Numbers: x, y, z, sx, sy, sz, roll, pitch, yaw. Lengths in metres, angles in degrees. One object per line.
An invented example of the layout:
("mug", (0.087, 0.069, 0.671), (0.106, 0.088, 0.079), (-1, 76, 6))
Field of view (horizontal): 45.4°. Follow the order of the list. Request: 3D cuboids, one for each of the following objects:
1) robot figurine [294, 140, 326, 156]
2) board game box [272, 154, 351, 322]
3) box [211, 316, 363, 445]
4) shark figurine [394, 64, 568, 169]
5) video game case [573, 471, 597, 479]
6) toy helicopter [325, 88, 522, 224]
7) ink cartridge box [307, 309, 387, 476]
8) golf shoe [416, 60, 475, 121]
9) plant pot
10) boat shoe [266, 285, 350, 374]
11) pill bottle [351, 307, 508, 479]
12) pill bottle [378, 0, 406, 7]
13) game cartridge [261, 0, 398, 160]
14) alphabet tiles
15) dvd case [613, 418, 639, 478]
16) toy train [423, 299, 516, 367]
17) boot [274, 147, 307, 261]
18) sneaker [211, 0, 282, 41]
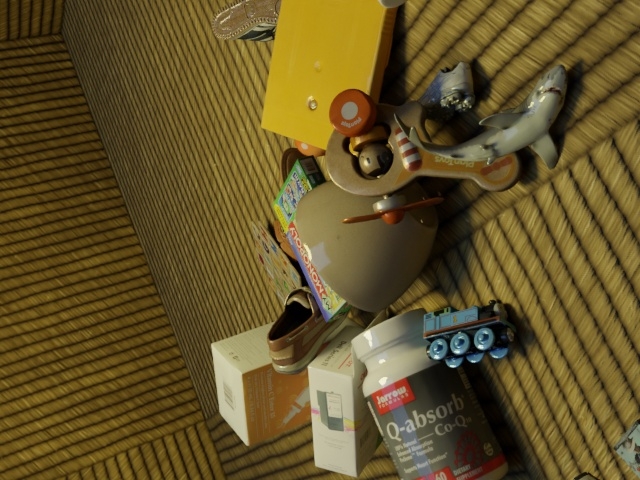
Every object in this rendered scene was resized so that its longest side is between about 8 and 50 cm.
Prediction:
("robot figurine", (-0.017, -0.283, 1.720), (0.158, 0.128, 0.219), (-27, 80, 37))
("board game box", (0.000, 0.000, 1.705), (0.317, 0.046, 0.213), (64, 151, 18))
("box", (-0.075, 0.328, 1.923), (0.168, 0.345, 0.214), (32, 132, 51))
("shark figurine", (0.274, -0.183, 1.246), (0.166, 0.278, 0.116), (58, -154, -35))
("video game case", (0.528, 0.567, 1.288), (0.248, 0.035, 0.274), (27, 129, 54))
("toy helicopter", (0.171, -0.126, 1.344), (0.355, 0.140, 0.234), (10, 89, 25))
("ink cartridge box", (0.071, 0.342, 1.790), (0.119, 0.207, 0.353), (9, 116, 26))
("golf shoe", (0.222, -0.267, 1.386), (0.176, 0.069, 0.086), (-10, 71, 62))
("plant pot", (0.118, -0.029, 1.509), (0.191, 0.284, 0.284), (-37, 69, 30))
("boat shoe", (-0.022, 0.163, 1.794), (0.123, 0.324, 0.116), (-1, 130, 33))
("pill bottle", (0.211, 0.337, 1.553), (0.362, 0.210, 0.210), (65, 151, 14))
("pill bottle", (0.092, -0.528, 1.400), (0.215, 0.117, 0.117), (59, 149, 25))
("game cartridge", (0.013, -0.354, 1.571), (0.285, 0.053, 0.323), (24, 110, 37))
("alphabet tiles", (-0.105, 0.110, 2.149), (0.342, 0.011, 0.285), (53, 160, 34))
("dvd case", (0.523, 0.350, 1.202), (0.119, 0.013, 0.087), (54, 147, 33))
("toy train", (0.277, 0.173, 1.438), (0.184, 0.080, 0.105), (-21, 53, 37))
("boot", (-0.062, -0.081, 1.963), (0.283, 0.109, 0.220), (65, 156, 0))
("sneaker", (-0.103, -0.537, 1.796), (0.282, 0.153, 0.099), (-9, 95, 32))
